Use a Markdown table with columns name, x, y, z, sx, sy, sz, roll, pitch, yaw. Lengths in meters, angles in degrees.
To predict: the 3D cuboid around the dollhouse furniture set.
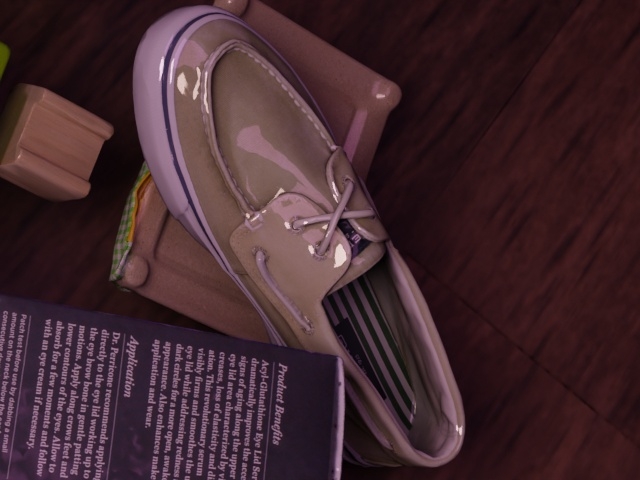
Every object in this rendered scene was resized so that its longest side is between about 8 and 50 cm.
| name | x | y | z | sx | sy | sz | roll | pitch | yaw |
| --- | --- | --- | --- | --- | --- | --- | --- | --- | --- |
| dollhouse furniture set | -0.121 | -0.071 | 1.070 | 0.301 | 0.151 | 0.198 | 28 | 76 | -36 |

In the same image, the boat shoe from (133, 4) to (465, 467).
| name | x | y | z | sx | sy | sz | roll | pitch | yaw |
| --- | --- | --- | --- | --- | --- | --- | --- | --- | --- |
| boat shoe | 0.000 | 0.000 | 1.012 | 0.109 | 0.094 | 0.302 | -42 | 116 | -29 |

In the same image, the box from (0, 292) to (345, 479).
| name | x | y | z | sx | sy | sz | roll | pitch | yaw |
| --- | --- | --- | --- | --- | --- | --- | --- | --- | --- |
| box | -0.109 | 0.114 | 0.959 | 0.207 | 0.153 | 0.108 | 12 | 67 | -19 |
